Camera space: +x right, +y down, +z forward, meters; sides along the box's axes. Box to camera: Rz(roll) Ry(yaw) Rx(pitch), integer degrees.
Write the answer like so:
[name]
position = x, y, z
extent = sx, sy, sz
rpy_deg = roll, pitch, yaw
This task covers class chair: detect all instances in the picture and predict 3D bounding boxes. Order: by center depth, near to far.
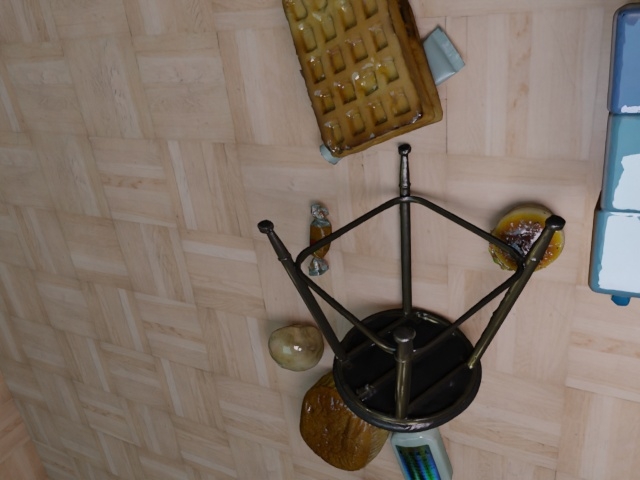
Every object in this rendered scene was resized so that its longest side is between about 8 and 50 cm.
[chair]
position = 0.159, 0.125, 1.060
extent = 0.362, 0.365, 0.409
rpy_deg = 36, 146, 40

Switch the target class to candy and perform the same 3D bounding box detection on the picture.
[candy]
position = 0.000, 0.000, 1.306
extent = 0.053, 0.046, 0.181
rpy_deg = 18, 119, 25

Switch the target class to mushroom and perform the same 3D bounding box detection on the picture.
[mushroom]
position = -0.061, 0.271, 1.448
extent = 0.148, 0.112, 0.147
rpy_deg = 5, 134, 5

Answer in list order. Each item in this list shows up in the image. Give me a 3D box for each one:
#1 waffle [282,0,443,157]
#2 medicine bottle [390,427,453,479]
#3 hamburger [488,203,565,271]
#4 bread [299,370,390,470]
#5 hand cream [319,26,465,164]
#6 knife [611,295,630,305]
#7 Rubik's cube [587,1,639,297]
[waffle]
position = 0.069, -0.333, 1.013
extent = 0.224, 0.098, 0.327
rpy_deg = -17, 90, 33
[medicine bottle]
position = 0.245, 0.516, 1.422
extent = 0.121, 0.083, 0.228
rpy_deg = -12, 111, 28
[hamburger]
position = 0.380, 0.001, 1.054
extent = 0.141, 0.081, 0.126
rpy_deg = -31, 98, 37
[bread]
position = 0.065, 0.464, 1.466
extent = 0.228, 0.142, 0.253
rpy_deg = 30, 129, 21
[hand cream]
position = 0.125, -0.260, 1.085
extent = 0.331, 0.058, 0.085
rpy_deg = -36, 79, 34
[knife]
position = 0.560, -0.006, 0.982
extent = 0.044, 0.026, 0.296
rpy_deg = 20, 127, 24
[Rubik's cube]
position = 0.542, -0.127, 0.702
extent = 0.347, 0.347, 0.343
rpy_deg = 5, 111, 27
